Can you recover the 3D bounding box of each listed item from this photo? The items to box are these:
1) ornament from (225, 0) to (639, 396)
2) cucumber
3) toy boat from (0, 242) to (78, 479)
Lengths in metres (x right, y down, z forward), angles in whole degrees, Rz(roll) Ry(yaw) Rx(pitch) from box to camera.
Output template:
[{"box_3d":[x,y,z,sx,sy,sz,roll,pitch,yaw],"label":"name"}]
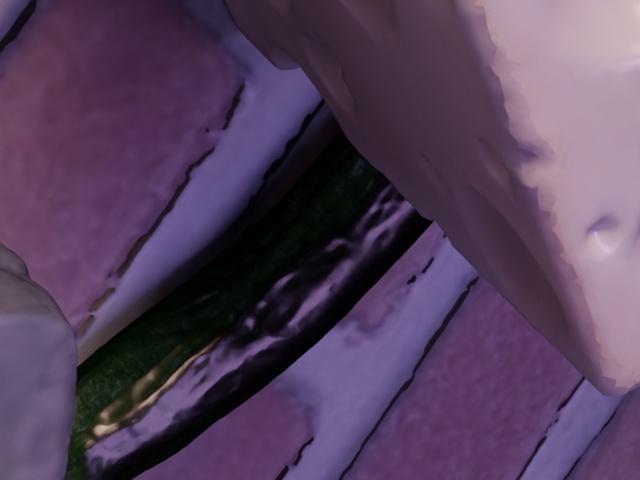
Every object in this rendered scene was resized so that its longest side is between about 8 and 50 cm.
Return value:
[{"box_3d":[0.082,-0.156,0.533,0.239,0.240,0.240,-32,130,-9],"label":"ornament"},{"box_3d":[0.000,0.000,0.706,0.284,0.056,0.056,-42,132,-14],"label":"cucumber"},{"box_3d":[-0.154,0.128,0.614,0.127,0.078,0.283,-1,110,-45],"label":"toy boat"}]
